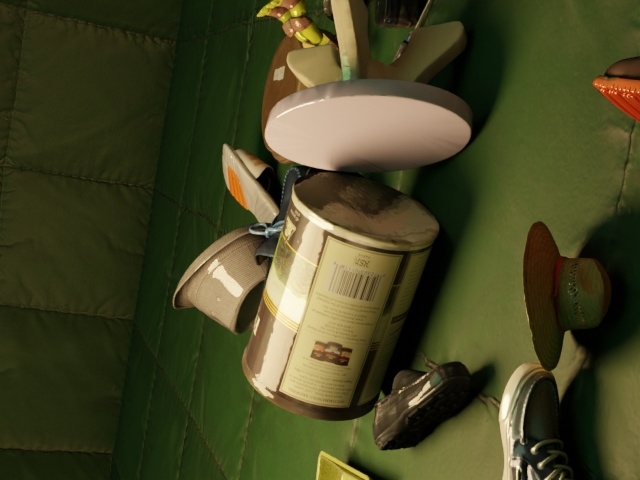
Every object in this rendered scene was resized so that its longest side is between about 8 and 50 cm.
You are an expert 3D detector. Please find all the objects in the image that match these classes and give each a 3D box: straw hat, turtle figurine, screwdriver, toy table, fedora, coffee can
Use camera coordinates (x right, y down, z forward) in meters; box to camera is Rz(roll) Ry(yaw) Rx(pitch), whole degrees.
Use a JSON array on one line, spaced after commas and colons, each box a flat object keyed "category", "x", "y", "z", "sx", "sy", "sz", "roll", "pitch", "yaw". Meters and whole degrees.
[{"category": "straw hat", "x": 0.242, "y": 0.050, "z": 0.885, "sx": 0.061, "sy": 0.144, "sz": 0.144, "roll": -5, "pitch": 74, "yaw": 30}, {"category": "turtle figurine", "x": 0.000, "y": -0.317, "z": 1.537, "sx": 0.087, "sy": 0.217, "sz": 0.269, "roll": -41, "pitch": 14, "yaw": 1}, {"category": "screwdriver", "x": 0.144, "y": -0.316, "z": 1.355, "sx": 0.170, "sy": 0.024, "sz": 0.025, "roll": -63, "pitch": -2, "yaw": 27}, {"category": "toy table", "x": 0.068, "y": -0.200, "z": 1.236, "sx": 0.252, "sy": 0.274, "sz": 0.161, "roll": 67, "pitch": -151, "yaw": -60}, {"category": "fedora", "x": -0.145, "y": 0.089, "z": 1.760, "sx": 0.124, "sy": 0.244, "sz": 0.275, "roll": 54, "pitch": 138, "yaw": 20}, {"category": "coffee can", "x": 0.024, "y": 0.074, "z": 1.268, "sx": 0.201, "sy": 0.201, "sz": 0.275, "roll": -118, "pitch": 41, "yaw": -58}]

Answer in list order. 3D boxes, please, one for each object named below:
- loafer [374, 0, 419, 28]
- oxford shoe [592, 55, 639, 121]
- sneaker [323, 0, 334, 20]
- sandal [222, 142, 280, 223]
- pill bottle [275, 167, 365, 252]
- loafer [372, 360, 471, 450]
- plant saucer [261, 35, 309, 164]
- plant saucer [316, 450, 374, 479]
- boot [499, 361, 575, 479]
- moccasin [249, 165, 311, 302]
[{"category": "loafer", "x": 0.120, "y": -0.392, "z": 1.360, "sx": 0.062, "sy": 0.061, "sz": 0.170, "roll": -144, "pitch": 59, "yaw": -68}, {"category": "oxford shoe", "x": 0.323, "y": -0.130, "z": 0.731, "sx": 0.098, "sy": 0.097, "sz": 0.271, "roll": -62, "pitch": 26, "yaw": -2}, {"category": "sneaker", "x": 0.067, "y": -0.436, "z": 1.476, "sx": 0.286, "sy": 0.130, "sz": 0.109, "roll": 88, "pitch": -173, "yaw": -71}, {"category": "sandal", "x": -0.122, "y": -0.105, "z": 1.921, "sx": 0.265, "sy": 0.076, "sz": 0.102, "roll": 51, "pitch": 148, "yaw": 36}, {"category": "pill bottle", "x": 0.000, "y": 0.000, "z": 1.469, "sx": 0.123, "sy": 0.123, "sz": 0.219, "roll": -107, "pitch": 32, "yaw": -49}, {"category": "loafer", "x": 0.116, "y": 0.193, "z": 1.156, "sx": 0.223, "sy": 0.076, "sz": 0.078, "roll": 122, "pitch": 141, "yaw": -55}, {"category": "plant saucer", "x": -0.064, "y": -0.291, "z": 1.865, "sx": 0.278, "sy": 0.041, "sz": 0.278, "roll": -172, "pitch": 90, "yaw": -71}, {"category": "plant saucer", "x": 0.041, "y": 0.409, "z": 1.325, "sx": 0.188, "sy": 0.045, "sz": 0.188, "roll": 178, "pitch": 98, "yaw": -69}, {"category": "boot", "x": 0.221, "y": 0.218, "z": 0.901, "sx": 0.086, "sy": 0.069, "sz": 0.190, "roll": 14, "pitch": 104, "yaw": 62}, {"category": "moccasin", "x": -0.056, "y": 0.027, "z": 1.615, "sx": 0.138, "sy": 0.117, "sz": 0.342, "roll": 142, "pitch": 132, "yaw": -62}]
